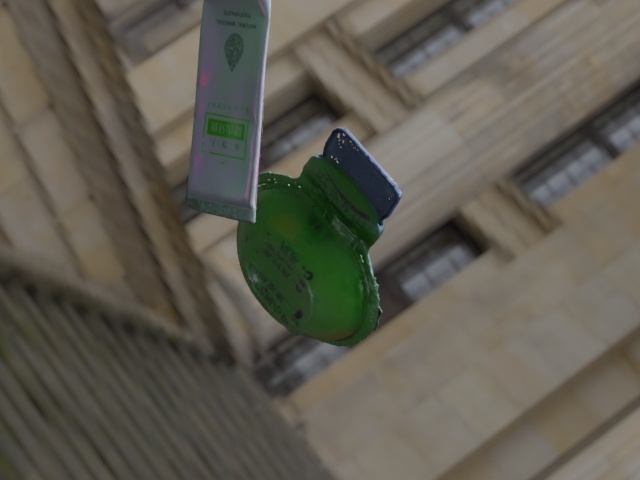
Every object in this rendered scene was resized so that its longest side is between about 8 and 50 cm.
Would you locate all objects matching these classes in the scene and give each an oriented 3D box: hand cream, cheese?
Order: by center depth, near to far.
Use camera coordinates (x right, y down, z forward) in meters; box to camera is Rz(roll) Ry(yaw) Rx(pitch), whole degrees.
[{"bbox_3d":[-0.078,-0.157,1.624,0.079,0.050,0.275,-154,-112,-68],"label":"hand cream"},{"bbox_3d":[0.000,0.000,1.872,0.204,0.083,0.320,49,-34,11],"label":"cheese"}]
